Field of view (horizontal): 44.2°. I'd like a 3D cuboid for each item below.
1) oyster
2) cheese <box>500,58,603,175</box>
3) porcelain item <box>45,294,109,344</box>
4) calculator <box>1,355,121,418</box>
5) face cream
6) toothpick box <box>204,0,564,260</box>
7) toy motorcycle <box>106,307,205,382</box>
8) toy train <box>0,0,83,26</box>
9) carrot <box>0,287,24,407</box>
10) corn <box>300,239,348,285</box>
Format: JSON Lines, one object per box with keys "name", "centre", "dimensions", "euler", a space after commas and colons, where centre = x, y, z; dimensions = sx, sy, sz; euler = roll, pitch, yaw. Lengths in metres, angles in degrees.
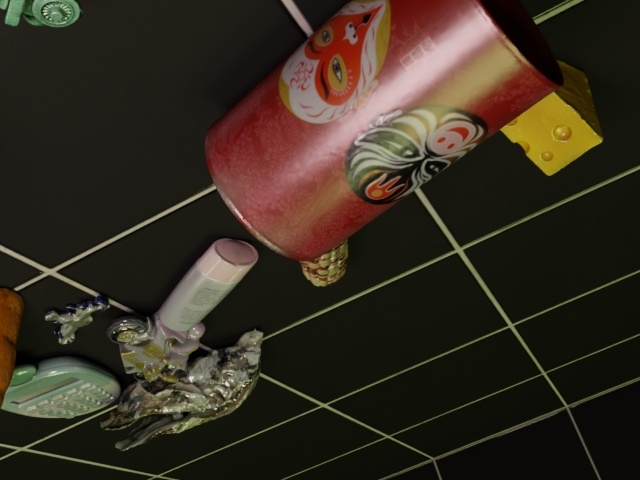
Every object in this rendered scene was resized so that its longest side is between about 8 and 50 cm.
{"name": "oyster", "centre": [-0.241, 0.282, 1.482], "dimensions": [0.351, 0.162, 0.158], "euler": [-32, 119, 7]}
{"name": "cheese", "centre": [0.263, -0.186, 1.017], "dimensions": [0.171, 0.126, 0.093], "euler": [26, 138, -27]}
{"name": "porcelain item", "centre": [-0.392, 0.121, 1.224], "dimensions": [0.075, 0.021, 0.136], "euler": [14, 138, -44]}
{"name": "calculator", "centre": [-0.472, 0.262, 1.404], "dimensions": [0.184, 0.042, 0.295], "euler": [-22, 153, 7]}
{"name": "face cream", "centre": [-0.179, 0.069, 1.222], "dimensions": [0.084, 0.057, 0.198], "euler": [7, 140, -40]}
{"name": "toothpick box", "centre": [0.059, -0.146, 0.840], "dimensions": [0.333, 0.204, 0.204], "euler": [-35, 147, 28]}
{"name": "toy motorcycle", "centre": [-0.266, 0.174, 1.335], "dimensions": [0.152, 0.073, 0.225], "euler": [-14, 148, -6]}
{"name": "toy train", "centre": [-0.238, -0.249, 0.640], "dimensions": [0.111, 0.071, 0.170], "euler": [10, 142, -26]}
{"name": "carrot", "centre": [-0.493, 0.187, 1.087], "dimensions": [0.159, 0.225, 0.159], "euler": [-10, 148, -6]}
{"name": "corn", "centre": [0.000, 0.000, 1.174], "dimensions": [0.086, 0.086, 0.253], "euler": [-17, 152, -3]}
